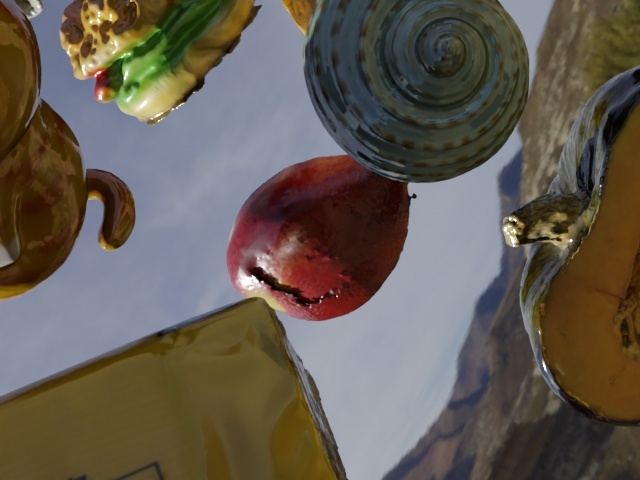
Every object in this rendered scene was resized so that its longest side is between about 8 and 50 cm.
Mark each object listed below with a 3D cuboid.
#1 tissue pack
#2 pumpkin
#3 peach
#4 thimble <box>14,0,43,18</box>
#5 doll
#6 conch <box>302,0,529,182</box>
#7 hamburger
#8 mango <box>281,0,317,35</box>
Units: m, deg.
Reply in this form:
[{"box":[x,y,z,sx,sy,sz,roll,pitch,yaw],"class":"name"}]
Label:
[{"box":[-0.162,0.224,0.635,0.381,0.228,0.293,-24,-17,-3],"class":"tissue pack"},{"box":[0.279,-0.013,0.800,0.232,0.242,0.325,-94,20,-75],"class":"pumpkin"},{"box":[-0.002,0.003,0.993,0.279,0.189,0.068,-44,8,28],"class":"peach"},{"box":[-0.501,-0.409,1.358,0.115,0.102,0.090,15,-119,-68],"class":"thimble"},{"box":[-0.253,-0.071,0.596,0.162,0.166,0.270,-50,-20,-21],"class":"doll"},{"box":[0.051,-0.116,0.605,0.131,0.172,0.200,-38,2,-22],"class":"conch"},{"box":[-0.186,-0.247,0.932,0.237,0.149,0.237,-36,32,27],"class":"hamburger"},{"box":[0.059,-0.217,0.913,0.102,0.217,0.141,-35,35,26],"class":"mango"}]
